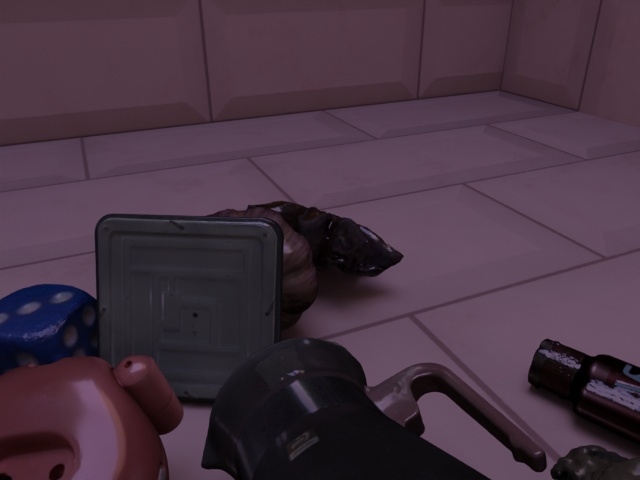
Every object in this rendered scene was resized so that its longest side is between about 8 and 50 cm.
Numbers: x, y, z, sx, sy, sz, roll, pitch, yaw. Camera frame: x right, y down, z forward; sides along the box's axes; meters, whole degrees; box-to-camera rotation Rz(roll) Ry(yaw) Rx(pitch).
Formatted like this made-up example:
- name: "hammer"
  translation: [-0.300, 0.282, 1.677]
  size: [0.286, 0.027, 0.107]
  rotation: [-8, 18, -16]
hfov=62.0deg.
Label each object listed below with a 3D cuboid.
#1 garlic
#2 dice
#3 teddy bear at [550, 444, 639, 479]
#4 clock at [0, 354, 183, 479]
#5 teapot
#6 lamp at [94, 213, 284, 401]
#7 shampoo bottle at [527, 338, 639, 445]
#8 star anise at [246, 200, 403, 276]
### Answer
- name: "garlic"
  translation: [-0.124, 0.050, 0.877]
  size: [0.244, 0.245, 0.161]
  rotation: [0, 25, 2]
- name: "dice"
  translation: [-0.402, 0.156, 0.780]
  size: [0.146, 0.143, 0.146]
  rotation: [0, 28, 10]
- name: "teddy bear"
  translation: [0.341, 0.250, 0.346]
  size: [0.357, 0.368, 0.224]
  rotation: [23, 54, 24]
- name: "clock"
  translation: [-0.265, 0.241, 0.508]
  size: [0.226, 0.142, 0.241]
  rotation: [-10, 42, 5]
- name: "teapot"
  translation: [0.053, 0.243, 0.485]
  size: [0.299, 0.254, 0.344]
  rotation: [-25, 29, -15]
- name: "lamp"
  translation: [-0.187, 0.097, 0.764]
  size: [0.268, 0.267, 0.047]
  rotation: [2, 6, 5]
- name: "shampoo bottle"
  translation: [0.443, 0.224, 0.696]
  size: [0.322, 0.084, 0.129]
  rotation: [23, 32, 38]
- name: "star anise"
  translation: [-0.002, -0.001, 1.032]
  size: [0.331, 0.118, 0.332]
  rotation: [16, -4, 1]
